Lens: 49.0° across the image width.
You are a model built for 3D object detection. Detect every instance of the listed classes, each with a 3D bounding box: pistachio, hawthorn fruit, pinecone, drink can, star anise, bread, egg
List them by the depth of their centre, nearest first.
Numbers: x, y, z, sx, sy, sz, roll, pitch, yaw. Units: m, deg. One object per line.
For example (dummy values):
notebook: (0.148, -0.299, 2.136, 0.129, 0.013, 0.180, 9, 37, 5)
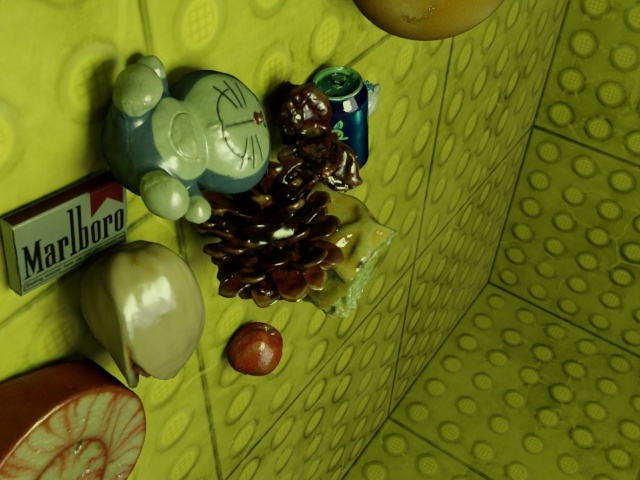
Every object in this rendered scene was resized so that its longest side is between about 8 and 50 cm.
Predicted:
bread: (-0.408, 0.322, 1.042, 0.328, 0.114, 0.295, 6, 110, -64)
pistachio: (-0.256, 0.115, 1.045, 0.288, 0.166, 0.197, 85, -2, -50)
pinecone: (-0.095, -0.030, 1.154, 0.264, 0.264, 0.264, -46, 151, -34)
egg: (0.190, -0.484, 1.190, 0.351, 0.282, 0.282, -37, 146, -42)
star anise: (-0.016, -0.172, 1.226, 0.126, 0.190, 0.220, -35, 104, -16)
drink can: (0.036, -0.228, 1.360, 0.118, 0.118, 0.205, -49, 153, -28)
bread: (-0.004, 0.005, 1.380, 0.196, 0.252, 0.238, -35, 150, -54)
hawthorn fruit: (-0.138, 0.235, 1.507, 0.128, 0.128, 0.128, -46, 151, -34)

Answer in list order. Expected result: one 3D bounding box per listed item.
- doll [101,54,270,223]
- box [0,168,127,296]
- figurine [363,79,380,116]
doll: (-0.172, -0.140, 0.966, 0.258, 0.154, 0.228, -21, 94, -42)
box: (-0.335, -0.014, 0.931, 0.177, 0.036, 0.115, -36, 146, -45)
figurine: (0.073, -0.281, 1.450, 0.114, 0.079, 0.114, -39, -174, 5)
